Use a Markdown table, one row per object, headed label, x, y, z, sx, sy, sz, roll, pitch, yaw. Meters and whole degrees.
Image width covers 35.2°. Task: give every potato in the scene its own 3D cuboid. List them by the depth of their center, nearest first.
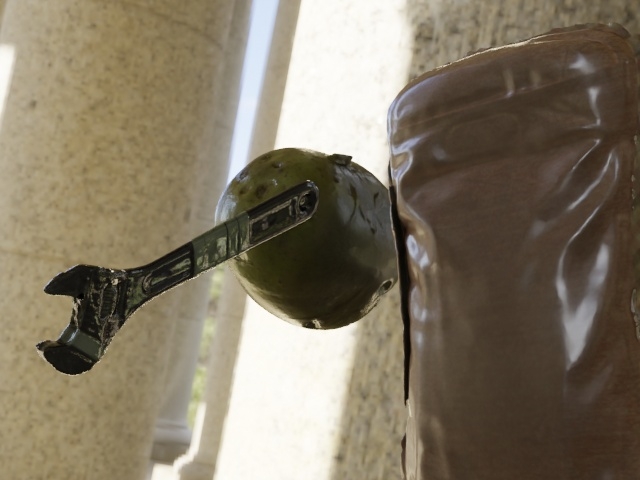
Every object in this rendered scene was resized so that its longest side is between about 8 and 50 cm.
| label | x | y | z | sx | sy | sz | roll | pitch | yaw |
| --- | --- | --- | --- | --- | --- | --- | --- | --- | --- |
| potato | 0.000 | -0.002 | 1.085 | 0.148 | 0.197 | 0.228 | 4 | -37 | 35 |

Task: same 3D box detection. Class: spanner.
| label | x | y | z | sx | sy | sz | roll | pitch | yaw |
| --- | --- | --- | --- | --- | --- | --- | --- | --- | --- |
| spanner | -0.107 | 0.011 | 0.852 | 0.024 | 0.087 | 0.315 | 21 | 37 | 37 |

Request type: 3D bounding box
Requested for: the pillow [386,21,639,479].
| label | x | y | z | sx | sy | sz | roll | pitch | yaw |
| --- | --- | --- | --- | --- | --- | --- | --- | --- | --- |
| pillow | 0.080 | 0.020 | 0.412 | 0.034 | 0.211 | 0.135 | 5 | -8 | -41 |
